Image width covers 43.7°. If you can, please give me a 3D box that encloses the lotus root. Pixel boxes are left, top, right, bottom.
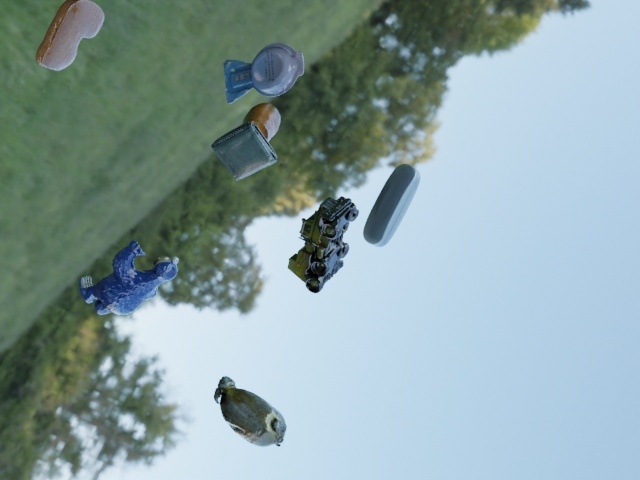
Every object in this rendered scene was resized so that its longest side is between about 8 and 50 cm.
[{"bbox_3d":[-0.132,0.320,1.472,0.088,0.165,0.088,-52,176,-5],"label":"lotus root"}]

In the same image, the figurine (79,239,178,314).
[{"bbox_3d":[-0.458,0.110,1.946,0.262,0.164,0.121,-31,-127,27],"label":"figurine"}]

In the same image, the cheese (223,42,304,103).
[{"bbox_3d":[-0.145,-0.427,2.032,0.244,0.052,0.135,-7,-96,31],"label":"cheese"}]

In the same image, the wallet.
[{"bbox_3d":[-0.139,-0.165,1.459,0.129,0.088,0.026,-19,-156,47],"label":"wallet"}]

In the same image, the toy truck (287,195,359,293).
[{"bbox_3d":[0.004,0.001,2.032,0.127,0.127,0.257,-41,158,-45],"label":"toy truck"}]

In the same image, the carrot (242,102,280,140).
[{"bbox_3d":[-0.144,-0.263,1.854,0.087,0.087,0.193,-52,-172,25],"label":"carrot"}]

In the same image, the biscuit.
[{"bbox_3d":[-0.595,-0.492,1.927,0.192,0.036,0.186,-60,174,6],"label":"biscuit"}]

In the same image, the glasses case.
[{"bbox_3d":[0.143,-0.071,1.614,0.067,0.045,0.178,33,-82,52],"label":"glasses case"}]
